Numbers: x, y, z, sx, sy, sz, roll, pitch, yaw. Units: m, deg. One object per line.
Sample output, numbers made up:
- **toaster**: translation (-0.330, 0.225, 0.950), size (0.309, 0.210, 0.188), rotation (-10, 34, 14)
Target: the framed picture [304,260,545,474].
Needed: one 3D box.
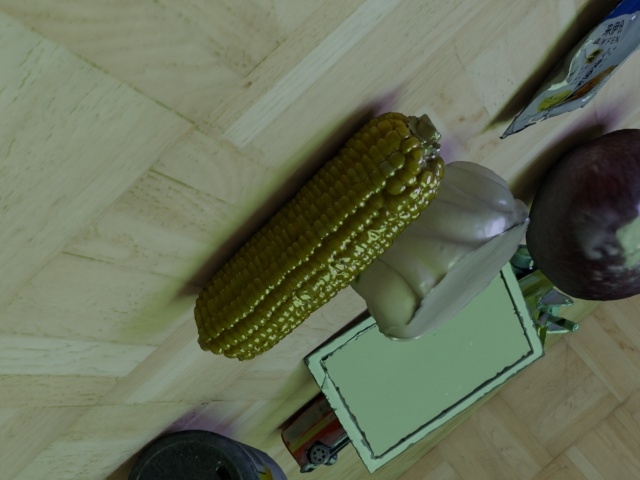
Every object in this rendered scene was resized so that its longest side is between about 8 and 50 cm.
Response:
- **framed picture**: translation (0.131, 0.137, 1.316), size (0.273, 0.016, 0.216), rotation (-32, 125, -8)

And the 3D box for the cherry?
- **cherry**: translation (0.345, -0.029, 1.293), size (0.213, 0.183, 0.266), rotation (-50, 147, 4)

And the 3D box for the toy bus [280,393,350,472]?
- **toy bus**: translation (0.029, 0.235, 1.471), size (0.174, 0.077, 0.079), rotation (-41, 163, 1)

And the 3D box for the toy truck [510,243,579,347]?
- **toy truck**: translation (0.248, 0.107, 1.455), size (0.259, 0.135, 0.128), rotation (-18, 123, -44)

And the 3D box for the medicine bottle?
- **medicine bottle**: translation (-0.109, 0.289, 1.202), size (0.141, 0.141, 0.293), rotation (-39, 164, -4)

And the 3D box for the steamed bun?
- **steamed bun**: translation (0.095, 0.003, 0.967), size (0.183, 0.106, 0.183), rotation (-39, 162, -15)

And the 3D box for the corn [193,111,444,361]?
- **corn**: translation (0.000, 0.000, 0.795), size (0.238, 0.080, 0.080), rotation (-45, 163, 16)

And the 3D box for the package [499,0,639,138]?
- **package**: translation (0.252, -0.166, 1.000), size (0.171, 0.027, 0.173), rotation (-23, 160, -46)
